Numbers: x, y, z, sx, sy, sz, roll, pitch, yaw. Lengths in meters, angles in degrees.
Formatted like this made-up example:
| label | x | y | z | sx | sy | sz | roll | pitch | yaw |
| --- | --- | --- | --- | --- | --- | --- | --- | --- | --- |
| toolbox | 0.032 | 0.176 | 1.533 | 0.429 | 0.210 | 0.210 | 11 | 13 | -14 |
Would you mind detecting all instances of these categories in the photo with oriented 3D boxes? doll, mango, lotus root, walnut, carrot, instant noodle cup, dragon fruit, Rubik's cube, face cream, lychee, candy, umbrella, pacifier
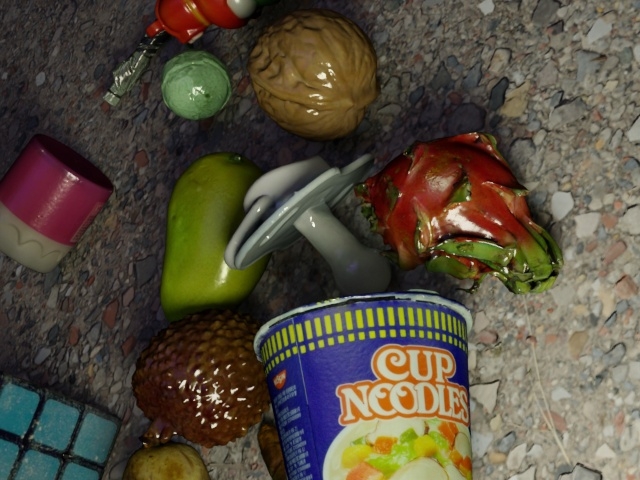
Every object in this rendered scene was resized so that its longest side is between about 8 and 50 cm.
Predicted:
| label | x | y | z | sx | sy | sz | roll | pitch | yaw |
| --- | --- | --- | --- | --- | --- | --- | --- | --- | --- |
| doll | -0.141 | -0.442 | 2.139 | 0.363 | 0.160 | 0.182 | -33 | 7 | 11 |
| mango | -0.150 | -0.002 | 1.946 | 0.185 | 0.149 | 0.273 | -12 | 65 | 37 |
| lotus root | -0.206 | 0.374 | 1.808 | 0.138 | 0.138 | 0.214 | -42 | 55 | 19 |
| walnut | -0.006 | -0.245 | 1.921 | 0.213 | 0.213 | 0.213 | -23 | 53 | 34 |
| carrot | -0.016 | 0.342 | 1.686 | 0.066 | 0.066 | 0.314 | -49 | 39 | 11 |
| instant noodle cup | 0.066 | 0.253 | 1.521 | 0.284 | 0.284 | 0.313 | -24 | 61 | 34 |
| dragon fruit | 0.169 | -0.016 | 1.625 | 0.200 | 0.198 | 0.269 | -28 | 55 | 3 |
| Rubik's cube | -0.578 | 0.357 | 2.009 | 0.343 | 0.344 | 0.337 | 7 | 74 | 45 |
| face cream | -0.490 | -0.065 | 2.295 | 0.195 | 0.175 | 0.175 | -53 | 42 | 8 |
| lychee | -0.166 | 0.202 | 1.813 | 0.200 | 0.200 | 0.238 | 19 | 63 | 48 |
| candy | -0.236 | -0.360 | 2.294 | 0.119 | 0.119 | 0.440 | -41 | 36 | 20 |
| umbrella | -0.345 | -0.335 | 2.403 | 0.188 | 0.050 | 0.046 | -51 | 20 | 10 |
| pacifier | 0.000 | 0.000 | 1.775 | 0.226 | 0.287 | 0.238 | 47 | 112 | 11 |
